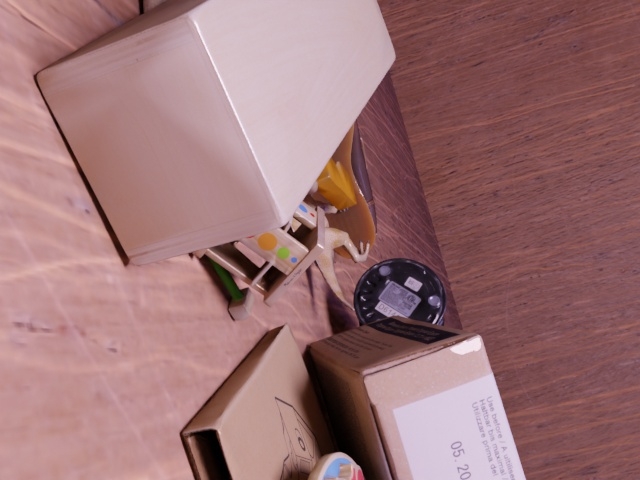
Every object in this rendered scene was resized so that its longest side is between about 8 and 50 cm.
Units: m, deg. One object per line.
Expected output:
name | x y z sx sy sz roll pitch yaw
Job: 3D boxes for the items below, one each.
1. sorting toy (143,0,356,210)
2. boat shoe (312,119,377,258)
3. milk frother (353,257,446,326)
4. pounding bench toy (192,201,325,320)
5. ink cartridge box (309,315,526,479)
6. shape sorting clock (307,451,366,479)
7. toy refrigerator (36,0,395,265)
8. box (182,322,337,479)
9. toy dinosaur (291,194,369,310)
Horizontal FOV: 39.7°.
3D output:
sorting toy | -0.043 -0.153 0.703 0.307 0.041 0.229 40 34 -57
boat shoe | 0.008 -0.085 0.882 0.073 0.073 0.207 -77 156 -71
milk frother | 0.065 0.115 0.832 0.129 0.143 0.135 49 -15 27
pounding bench toy | -0.048 0.003 0.535 0.065 0.083 0.052 35 22 -17
ink cartridge box | 0.078 0.180 0.635 0.193 0.088 0.235 176 -103 -78
shape sorting clock | 0.025 0.220 0.483 0.206 0.040 0.206 -16 90 -78
toy refrigerator | -0.040 -0.099 0.503 0.102 0.094 0.269 66 24 -21
box | -0.019 0.151 0.529 0.201 0.021 0.165 -43 115 -77
toy dinosaur | 0.000 0.000 0.807 0.092 0.053 0.183 25 40 -55
